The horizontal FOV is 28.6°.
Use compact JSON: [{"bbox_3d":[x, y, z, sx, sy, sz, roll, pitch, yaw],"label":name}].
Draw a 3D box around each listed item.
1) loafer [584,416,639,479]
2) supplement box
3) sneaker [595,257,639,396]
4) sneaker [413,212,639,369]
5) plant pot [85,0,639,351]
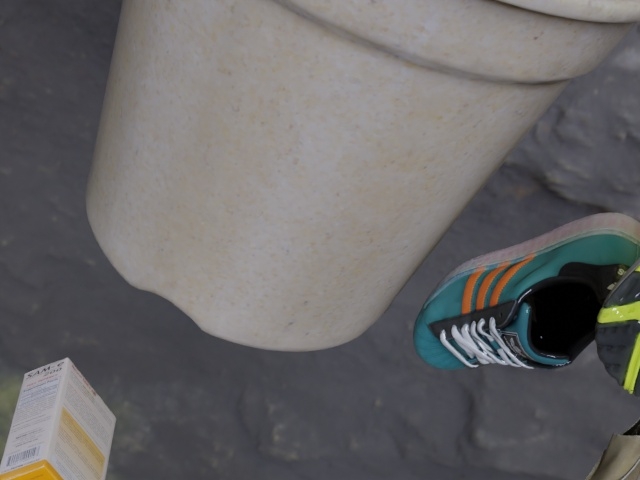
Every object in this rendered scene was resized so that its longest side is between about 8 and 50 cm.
[{"bbox_3d":[0.343,0.244,1.422,0.056,0.148,0.050,-3,116,53],"label":"loafer"},{"bbox_3d":[-0.165,0.131,0.792,0.036,0.098,0.062,-21,123,14],"label":"supplement box"},{"bbox_3d":[0.371,-0.033,0.976,0.385,0.147,0.145,-40,88,19],"label":"sneaker"},{"bbox_3d":[0.195,0.077,1.267,0.108,0.121,0.302,43,134,-15],"label":"sneaker"},{"bbox_3d":[-0.001,-0.112,0.782,0.334,0.334,0.305,24,123,-6],"label":"plant pot"}]
